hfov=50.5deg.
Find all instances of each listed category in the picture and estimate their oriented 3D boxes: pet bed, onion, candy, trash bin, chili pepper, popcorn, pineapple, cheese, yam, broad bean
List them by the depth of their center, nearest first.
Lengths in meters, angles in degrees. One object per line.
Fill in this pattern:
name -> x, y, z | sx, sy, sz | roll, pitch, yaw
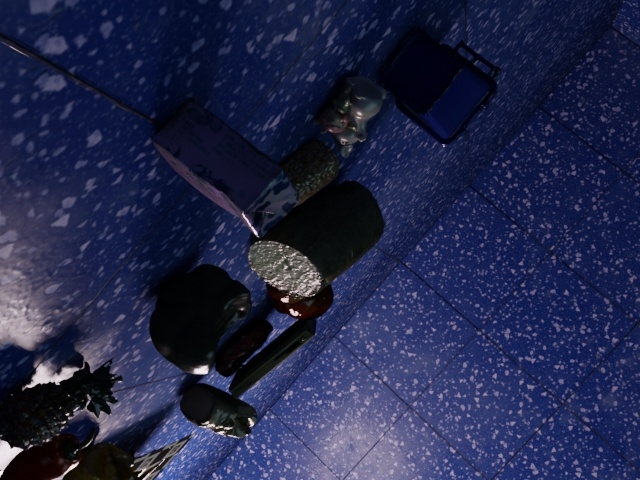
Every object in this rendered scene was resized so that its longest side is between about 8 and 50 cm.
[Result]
candy -> -0.109, -0.083, 0.776 | 0.073, 0.160, 0.092 | -50, 161, -8
pineapple -> -0.387, 0.244, 0.997 | 0.221, 0.083, 0.103 | -18, 132, -65
chili pepper -> -0.443, 0.354, 1.061 | 0.272, 0.071, 0.063 | -35, 147, 22
trash bin -> 0.219, -0.294, 1.254 | 0.184, 0.162, 0.234 | -52, 161, 14
yam -> 0.000, 0.000, 1.390 | 0.304, 0.168, 0.168 | -38, 164, -44
popcorn -> -0.451, 0.491, 1.393 | 0.167, 0.152, 0.148 | -70, 152, -54
onion -> -0.072, 0.093, 1.554 | 0.117, 0.118, 0.118 | 17, 120, -39
cheese -> -0.257, 0.440, 1.753 | 0.202, 0.175, 0.091 | 30, 84, -35
broad bean -> -0.043, 0.147, 1.755 | 0.156, 0.122, 0.228 | -30, 164, -1
pet bed -> -0.205, 0.286, 1.803 | 0.201, 0.053, 0.201 | -46, 173, -8

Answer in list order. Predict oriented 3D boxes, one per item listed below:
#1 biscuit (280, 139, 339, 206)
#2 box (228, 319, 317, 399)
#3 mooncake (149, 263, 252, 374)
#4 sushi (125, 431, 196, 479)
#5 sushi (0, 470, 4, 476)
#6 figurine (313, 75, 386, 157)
biscuit -> -0.041, -0.099, 1.157 | 0.168, 0.070, 0.082 | -40, 157, -23
box -> -0.126, 0.303, 1.830 | 0.270, 0.045, 0.211 | -40, -177, 6
mooncake -> -0.192, 0.127, 1.110 | 0.169, 0.175, 0.104 | 4, 148, -18
sushi -> -0.526, 0.621, 1.719 | 0.359, 0.064, 0.343 | -50, 163, 13
sushi -> -0.619, 0.490, 1.003 | 0.339, 0.069, 0.320 | -44, 167, -16
figurine -> 0.035, -0.205, 1.129 | 0.098, 0.081, 0.146 | 14, 136, -25
